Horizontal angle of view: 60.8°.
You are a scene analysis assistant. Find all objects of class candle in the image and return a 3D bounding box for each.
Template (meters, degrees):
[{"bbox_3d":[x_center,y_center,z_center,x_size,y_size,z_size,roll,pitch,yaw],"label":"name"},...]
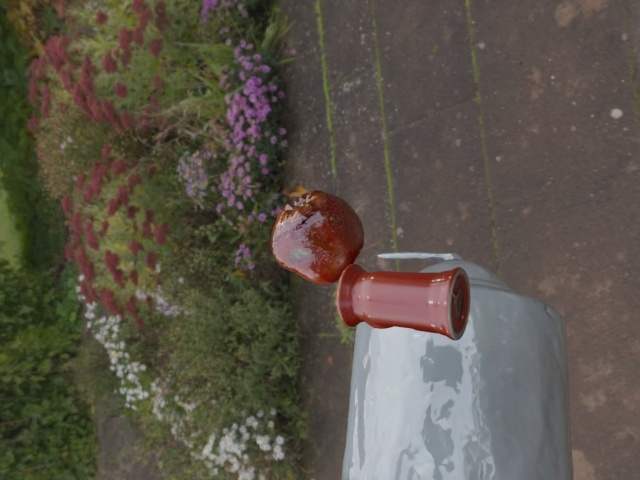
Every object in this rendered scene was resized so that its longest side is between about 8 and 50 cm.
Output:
[{"bbox_3d":[0.131,0.160,0.531,0.221,0.221,0.343,-19,58,51],"label":"candle"}]

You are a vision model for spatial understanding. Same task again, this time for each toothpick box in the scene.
[{"bbox_3d":[0.054,0.039,0.367,0.083,0.047,0.047,2,92,32],"label":"toothpick box"}]

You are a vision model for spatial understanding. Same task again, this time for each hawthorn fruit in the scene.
[{"bbox_3d":[0.000,0.000,0.515,0.093,0.093,0.093,1,92,52],"label":"hawthorn fruit"}]
